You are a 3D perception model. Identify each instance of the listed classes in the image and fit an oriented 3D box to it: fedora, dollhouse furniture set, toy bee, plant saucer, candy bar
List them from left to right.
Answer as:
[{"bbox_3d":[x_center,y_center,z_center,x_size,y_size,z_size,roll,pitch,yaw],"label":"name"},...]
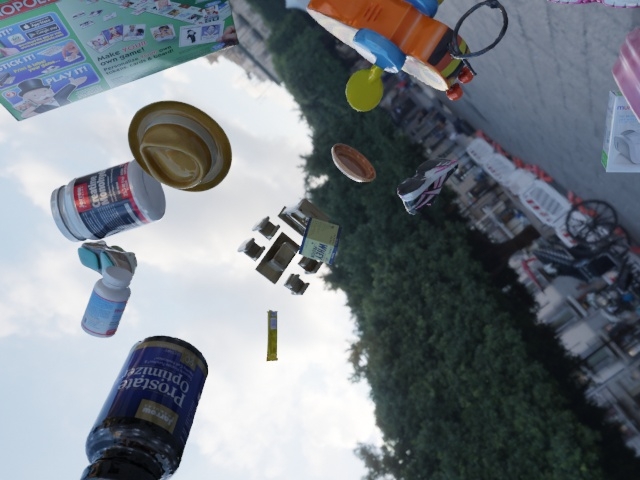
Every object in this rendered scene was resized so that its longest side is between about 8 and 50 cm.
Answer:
[{"bbox_3d":[-0.258,-0.153,0.997,0.194,0.194,0.079,41,-152,-22],"label":"fedora"},{"bbox_3d":[-0.149,0.293,1.726,0.040,0.018,0.162,4,-104,-22],"label":"candy bar"},{"bbox_3d":[-0.103,0.011,1.631,0.212,0.242,0.161,40,160,-16],"label":"dollhouse furniture set"},{"bbox_3d":[0.122,-0.290,2.122,0.200,0.037,0.200,27,-148,-19],"label":"plant saucer"},{"bbox_3d":[0.114,-0.236,0.707,0.162,0.195,0.298,28,-152,-49],"label":"toy bee"},{"bbox_3d":[0.671,-0.253,1.082,0.332,0.084,0.332,31,-139,-32],"label":"plant saucer"}]

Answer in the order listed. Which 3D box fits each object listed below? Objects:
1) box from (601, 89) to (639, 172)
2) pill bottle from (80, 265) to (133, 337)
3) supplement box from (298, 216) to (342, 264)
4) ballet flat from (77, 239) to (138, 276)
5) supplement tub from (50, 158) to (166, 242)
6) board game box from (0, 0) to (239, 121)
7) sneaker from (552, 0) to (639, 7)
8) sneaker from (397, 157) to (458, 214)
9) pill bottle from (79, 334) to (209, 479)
[{"bbox_3d":[0.992,-0.327,1.644,0.127,0.261,0.231,-54,-36,-60],"label":"box"},{"bbox_3d":[-0.505,0.145,1.326,0.087,0.160,0.087,24,-164,-7],"label":"pill bottle"},{"bbox_3d":[0.000,0.000,1.300,0.083,0.056,0.083,17,-142,-1],"label":"supplement box"},{"bbox_3d":[-0.589,0.058,1.590,0.106,0.108,0.316,-17,-152,-39],"label":"ballet flat"},{"bbox_3d":[-0.605,-0.111,1.604,0.191,0.272,0.191,-17,-90,-86],"label":"supplement tub"},{"bbox_3d":[-0.264,-0.263,0.667,0.213,0.317,0.046,94,153,-74],"label":"board game box"},{"bbox_3d":[0.562,-0.504,1.058,0.252,0.111,0.103,21,-150,32],"label":"sneaker"},{"bbox_3d":[0.243,-0.122,1.253,0.072,0.178,0.077,26,143,50],"label":"sneaker"},{"bbox_3d":[-0.231,0.242,0.737,0.123,0.122,0.219,41,-152,-22],"label":"pill bottle"}]
